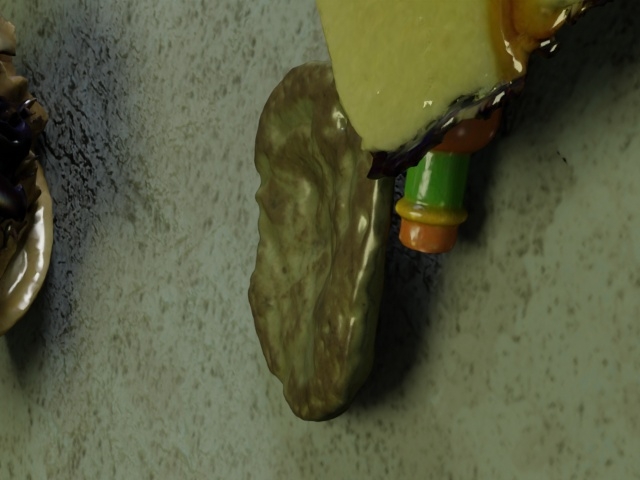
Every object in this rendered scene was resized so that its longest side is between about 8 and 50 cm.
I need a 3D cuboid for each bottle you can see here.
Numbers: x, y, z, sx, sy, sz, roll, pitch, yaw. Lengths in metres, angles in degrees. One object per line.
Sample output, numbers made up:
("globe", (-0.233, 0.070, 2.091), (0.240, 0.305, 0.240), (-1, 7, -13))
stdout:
("bottle", (0.079, -0.085, 1.169), (0.069, 0.069, 0.187), (25, 111, 51))

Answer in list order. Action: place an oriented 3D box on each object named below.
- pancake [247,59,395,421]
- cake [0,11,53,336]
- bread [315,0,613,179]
("pancake", (0.001, 0.000, 1.274), (0.222, 0.042, 0.236), (148, 121, -61))
("cake", (-0.348, -0.051, 1.527), (0.321, 0.332, 0.332), (-43, 56, 48))
("bread", (0.140, -0.286, 1.052), (0.346, 0.242, 0.404), (-15, 98, 48))
